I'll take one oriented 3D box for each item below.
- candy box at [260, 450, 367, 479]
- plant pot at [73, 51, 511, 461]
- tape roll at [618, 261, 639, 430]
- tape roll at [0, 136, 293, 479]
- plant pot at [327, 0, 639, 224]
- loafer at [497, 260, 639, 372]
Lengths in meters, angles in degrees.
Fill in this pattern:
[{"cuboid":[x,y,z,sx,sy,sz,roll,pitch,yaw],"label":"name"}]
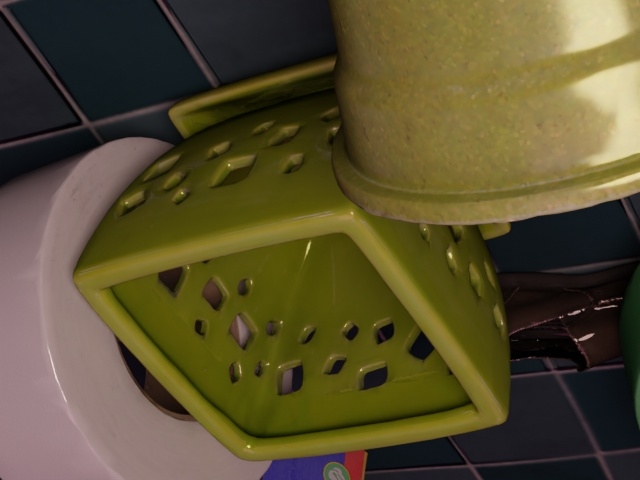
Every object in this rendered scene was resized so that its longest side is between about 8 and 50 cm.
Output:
[{"cuboid":[-0.089,0.358,1.387,0.122,0.268,0.317,24,140,-16],"label":"candy box"},{"cuboid":[0.000,0.000,0.989,0.227,0.207,0.228,-12,134,30],"label":"plant pot"},{"cuboid":[0.378,0.071,1.003,0.321,0.077,0.321,-1,136,-1],"label":"tape roll"},{"cuboid":[-0.141,0.070,1.057,0.100,0.286,0.286,-17,131,32],"label":"tape roll"},{"cuboid":[0.094,-0.185,0.655,0.276,0.276,0.254,-9,117,26],"label":"plant pot"},{"cuboid":[0.222,0.071,1.102,0.220,0.078,0.080,-5,136,23],"label":"loafer"}]
